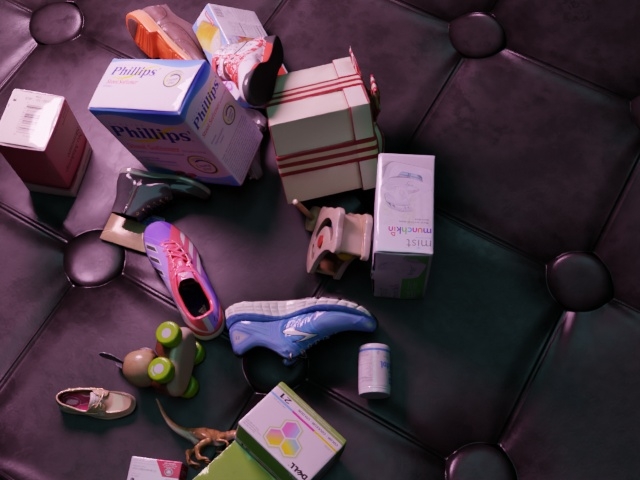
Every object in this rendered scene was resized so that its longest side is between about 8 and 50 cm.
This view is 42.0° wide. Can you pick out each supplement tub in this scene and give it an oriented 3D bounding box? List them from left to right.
[{"bbox_3d":[0.116,0.279,1.782,0.071,0.071,0.107,-1,67,2],"label":"supplement tub"}]

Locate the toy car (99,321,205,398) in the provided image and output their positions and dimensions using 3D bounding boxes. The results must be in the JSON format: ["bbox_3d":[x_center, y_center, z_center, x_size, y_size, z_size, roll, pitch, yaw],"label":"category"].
[{"bbox_3d":[-0.367,0.254,1.781,0.188,0.155,0.149,1,66,17],"label":"toy car"}]

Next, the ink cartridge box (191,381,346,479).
[{"bbox_3d":[-0.103,0.442,1.667,0.189,0.097,0.255,40,56,16],"label":"ink cartridge box"}]

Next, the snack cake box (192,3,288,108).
[{"bbox_3d":[-0.191,-0.455,2.070,0.152,0.089,0.264,-3,58,-44],"label":"snack cake box"}]

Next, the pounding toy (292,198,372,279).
[{"bbox_3d":[0.000,0.000,1.834,0.155,0.269,0.154,13,89,-15],"label":"pounding toy"}]

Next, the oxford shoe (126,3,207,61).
[{"bbox_3d":[-0.330,-0.475,2.107,0.133,0.130,0.364,-37,76,-28],"label":"oxford shoe"}]

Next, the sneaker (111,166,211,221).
[{"bbox_3d":[-0.375,-0.092,1.966,0.222,0.083,0.118,9,75,3],"label":"sneaker"}]

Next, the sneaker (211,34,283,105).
[{"bbox_3d":[-0.177,-0.367,1.850,0.145,0.090,0.270,-7,36,17],"label":"sneaker"}]

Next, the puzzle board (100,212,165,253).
[{"bbox_3d":[-0.444,-0.027,1.974,0.128,0.011,0.096,17,67,9],"label":"puzzle board"}]

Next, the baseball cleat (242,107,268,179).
[{"bbox_3d":[-0.164,-0.247,2.025,0.109,0.072,0.206,-24,68,-8],"label":"baseball cleat"}]

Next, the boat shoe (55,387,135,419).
[{"bbox_3d":[-0.484,0.347,1.785,0.170,0.059,0.063,-1,66,2],"label":"boat shoe"}]

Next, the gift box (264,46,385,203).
[{"bbox_3d":[0.011,-0.273,1.907,0.258,0.255,0.276,-12,44,0],"label":"gift box"}]

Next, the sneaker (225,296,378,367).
[{"bbox_3d":[-0.038,0.201,1.810,0.330,0.130,0.147,-5,80,4],"label":"sneaker"}]

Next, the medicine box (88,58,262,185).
[{"bbox_3d":[-0.321,-0.266,1.884,0.263,0.289,0.149,7,65,29],"label":"medicine box"}]

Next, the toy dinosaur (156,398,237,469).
[{"bbox_3d":[-0.256,0.415,1.754,0.211,0.064,0.112,12,51,-3],"label":"toy dinosaur"}]

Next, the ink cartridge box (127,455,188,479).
[{"bbox_3d":[-0.341,0.526,1.697,0.109,0.063,0.150,6,66,5],"label":"ink cartridge box"}]

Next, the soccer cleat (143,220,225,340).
[{"bbox_3d":[-0.309,0.071,1.866,0.108,0.116,0.318,-26,68,-11],"label":"soccer cleat"}]

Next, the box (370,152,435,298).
[{"bbox_3d":[0.174,-0.025,1.809,0.127,0.262,0.231,2,65,3],"label":"box"}]

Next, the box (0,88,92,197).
[{"bbox_3d":[-0.641,-0.222,1.947,0.127,0.232,0.148,9,67,6],"label":"box"}]
